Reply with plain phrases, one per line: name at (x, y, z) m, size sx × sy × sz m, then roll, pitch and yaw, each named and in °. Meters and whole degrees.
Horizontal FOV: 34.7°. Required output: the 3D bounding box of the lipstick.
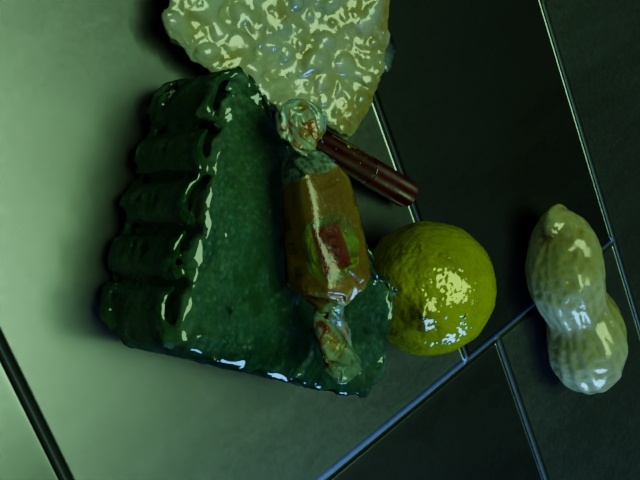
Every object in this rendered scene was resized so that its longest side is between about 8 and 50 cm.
lipstick at (0.022, -0.062, 0.793) m, size 0.176 × 0.027 × 0.027 m, roll 24°, pitch 74°, yaw -52°

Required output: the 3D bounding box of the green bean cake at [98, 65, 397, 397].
green bean cake at (-0.038, 0.002, 0.721) m, size 0.208 × 0.107 × 0.193 m, roll 21°, pitch 73°, yaw -38°

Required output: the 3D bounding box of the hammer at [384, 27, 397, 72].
hammer at (0.000, -0.269, 0.800) m, size 0.137 × 0.037 × 0.289 m, roll -33°, pitch 109°, yaw -33°

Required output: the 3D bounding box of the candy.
candy at (0.000, 0.000, 0.657) m, size 0.053 × 0.046 × 0.182 m, roll -9°, pitch 89°, yaw -39°

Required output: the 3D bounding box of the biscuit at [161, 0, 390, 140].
biscuit at (-0.035, -0.187, 0.744) m, size 0.188 × 0.040 × 0.265 m, roll -28°, pitch 114°, yaw -21°

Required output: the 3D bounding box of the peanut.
peanut at (0.241, 0.056, 0.968) m, size 0.082 × 0.082 × 0.187 m, roll -32°, pitch 108°, yaw -35°

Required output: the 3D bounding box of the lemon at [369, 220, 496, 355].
lemon at (0.086, 0.038, 0.818) m, size 0.133 × 0.109 × 0.109 m, roll -42°, pitch 125°, yaw -80°
